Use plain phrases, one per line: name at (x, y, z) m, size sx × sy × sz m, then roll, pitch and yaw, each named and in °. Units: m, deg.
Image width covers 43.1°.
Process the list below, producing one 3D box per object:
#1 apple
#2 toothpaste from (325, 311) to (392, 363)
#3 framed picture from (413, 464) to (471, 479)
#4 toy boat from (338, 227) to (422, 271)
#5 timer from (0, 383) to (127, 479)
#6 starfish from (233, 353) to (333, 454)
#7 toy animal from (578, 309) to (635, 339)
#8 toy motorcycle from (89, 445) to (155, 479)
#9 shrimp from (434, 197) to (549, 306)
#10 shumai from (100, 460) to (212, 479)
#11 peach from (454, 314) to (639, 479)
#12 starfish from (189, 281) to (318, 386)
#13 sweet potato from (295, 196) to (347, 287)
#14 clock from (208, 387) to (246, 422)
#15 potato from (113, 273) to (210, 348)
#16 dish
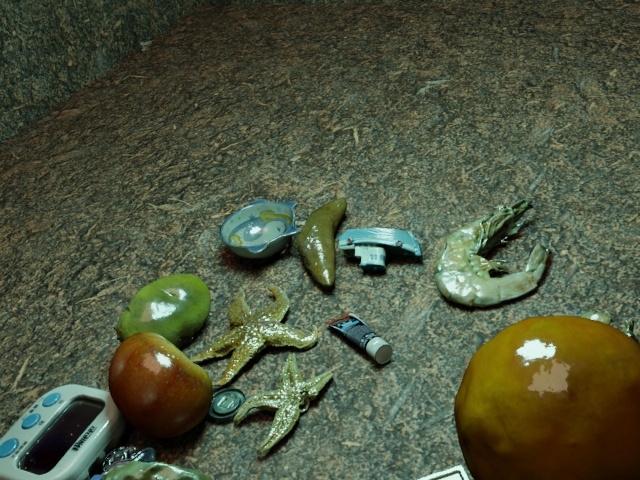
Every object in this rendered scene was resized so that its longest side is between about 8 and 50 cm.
apple at (-0.337, 0.299, 1.664) m, size 0.173 × 0.210 × 0.235 m, roll -52°, pitch 35°, yaw -8°
toothpaste at (0.089, 0.205, 1.761) m, size 0.071 × 0.045 × 0.193 m, roll -22°, pitch 28°, yaw -23°
framed picture at (0.126, 0.510, 1.331) m, size 0.324 × 0.020 × 0.240 m, roll -18°, pitch 34°, yaw -3°
toy boat at (0.141, 0.030, 1.964) m, size 0.215 × 0.088 × 0.102 m, roll -1°, pitch 71°, yaw 20°
timer at (-0.538, 0.418, 1.674) m, size 0.237 × 0.087 × 0.262 m, roll 6°, pitch 41°, yaw 30°
starfish at (-0.084, 0.324, 1.655) m, size 0.138 × 0.050 × 0.247 m, roll 12°, pitch 40°, yaw 37°
toy animal at (0.520, 0.221, 1.515) m, size 0.214 × 0.093 × 0.186 m, roll -27°, pitch 27°, yaw -1°
toy motorcycle at (-0.392, 0.525, 1.444) m, size 0.213 × 0.125 × 0.358 m, roll 20°, pitch 49°, yaw 30°
shrimp at (0.409, 0.026, 1.856) m, size 0.247 × 0.085 × 0.360 m, roll 24°, pitch 54°, yaw 32°
shumai at (-0.243, 0.521, 1.202) m, size 0.292 × 0.330 × 0.288 m, roll -7°, pitch 36°, yaw 30°
peach at (0.375, 0.271, 1.273) m, size 0.343 × 0.342 × 0.301 m, roll -17°, pitch 56°, yaw 0°
starfish at (-0.166, 0.208, 1.844) m, size 0.302 × 0.060 × 0.299 m, roll -38°, pitch 42°, yaw -28°
sweet potato at (-0.003, -0.002, 2.041) m, size 0.114 × 0.092 × 0.341 m, roll 6°, pitch 38°, yaw 3°
clock at (-0.196, 0.345, 1.697) m, size 0.085 × 0.017 × 0.085 m, roll -11°, pitch 35°, yaw 8°
potato at (-0.361, 0.174, 1.902) m, size 0.169 × 0.143 × 0.248 m, roll 40°, pitch 49°, yaw 7°
dish at (-0.143, -0.010, 2.116) m, size 0.228 × 0.086 × 0.236 m, roll 2°, pitch 38°, yaw 23°
